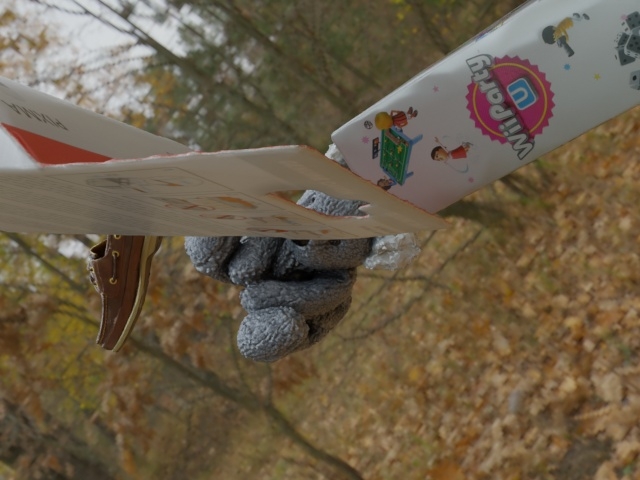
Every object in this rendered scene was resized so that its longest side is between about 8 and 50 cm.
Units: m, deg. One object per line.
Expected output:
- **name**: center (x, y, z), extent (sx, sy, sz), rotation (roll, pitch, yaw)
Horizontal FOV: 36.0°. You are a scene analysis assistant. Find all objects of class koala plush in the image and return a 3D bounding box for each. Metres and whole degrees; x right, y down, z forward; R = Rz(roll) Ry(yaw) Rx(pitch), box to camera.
- **koala plush**: center (0.000, 0.000, 1.134), extent (0.203, 0.196, 0.221), rotation (-3, -37, -52)

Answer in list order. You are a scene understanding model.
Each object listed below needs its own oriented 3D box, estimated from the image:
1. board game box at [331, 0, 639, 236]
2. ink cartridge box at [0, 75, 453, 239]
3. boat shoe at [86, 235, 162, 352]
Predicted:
- **board game box**: center (0.184, -0.143, 0.730), extent (0.303, 0.098, 0.224), rotation (-29, 7, 35)
- **ink cartridge box**: center (-0.135, -0.060, 0.621), extent (0.308, 0.384, 0.091), rotation (17, -106, -69)
- **boat shoe**: center (-0.185, 0.021, 0.909), extent (0.064, 0.060, 0.178), rotation (-104, 30, -63)
